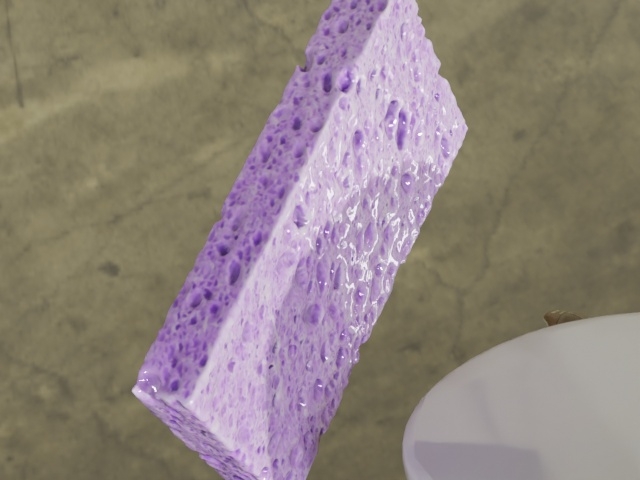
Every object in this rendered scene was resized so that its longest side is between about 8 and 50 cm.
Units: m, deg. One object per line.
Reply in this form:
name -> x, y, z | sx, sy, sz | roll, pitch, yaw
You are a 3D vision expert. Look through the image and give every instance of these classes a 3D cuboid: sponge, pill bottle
sponge -> 0.000, 0.000, 0.558 | 0.031, 0.210, 0.117 | 13, 154, 28
pill bottle -> 0.160, 0.231, 0.599 | 0.204, 0.204, 0.361 | -17, 110, -2

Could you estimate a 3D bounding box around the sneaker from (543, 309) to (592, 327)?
sneaker -> 0.175, 0.141, 0.988 | 0.066, 0.071, 0.188 | 4, 114, -36
